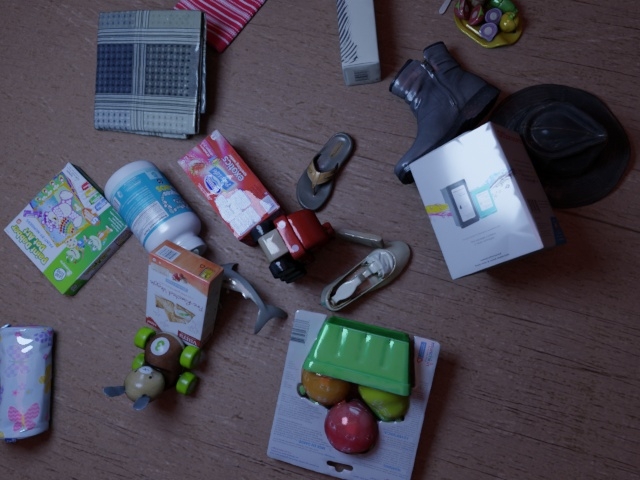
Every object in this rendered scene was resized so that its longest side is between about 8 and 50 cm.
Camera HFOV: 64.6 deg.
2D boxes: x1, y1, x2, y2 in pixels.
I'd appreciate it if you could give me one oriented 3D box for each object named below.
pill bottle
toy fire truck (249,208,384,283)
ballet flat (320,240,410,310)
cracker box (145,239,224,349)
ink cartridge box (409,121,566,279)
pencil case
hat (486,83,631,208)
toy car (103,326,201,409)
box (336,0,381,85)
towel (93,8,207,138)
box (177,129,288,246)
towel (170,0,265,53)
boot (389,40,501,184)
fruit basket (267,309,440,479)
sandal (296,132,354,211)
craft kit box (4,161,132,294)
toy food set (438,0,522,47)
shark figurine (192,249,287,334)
[{"bbox_3d":[-0.393,-0.057,1.236,0.146,0.146,0.264,-41,80,0],"label":"pill bottle"},{"bbox_3d":[0.000,0.000,1.142,0.247,0.217,0.158,-30,78,1],"label":"toy fire truck"},{"bbox_3d":[0.107,0.084,1.184,0.249,0.086,0.086,-37,79,0],"label":"ballet flat"},{"bbox_3d":[-0.318,0.130,1.170,0.156,0.067,0.232,25,128,10],"label":"cracker box"},{"bbox_3d":[0.358,-0.081,1.087,0.197,0.198,0.269,-26,76,36],"label":"ink cartridge box"},{"bbox_3d":[-0.723,0.340,1.231,0.124,0.113,0.272,0,81,-2],"label":"pencil case"},{"bbox_3d":[0.551,-0.236,1.154,0.332,0.134,0.330,-1,80,7],"label":"hat"},{"bbox_3d":[-0.390,0.305,1.142,0.155,0.188,0.148,18,112,14],"label":"toy car"},{"bbox_3d":[0.093,-0.541,1.269,0.094,0.113,0.274,-6,79,7],"label":"box"},{"bbox_3d":[-0.435,-0.426,1.302,0.325,0.056,0.311,8,97,17],"label":"towel"},{"bbox_3d":[-0.209,-0.124,1.234,0.128,0.122,0.256,-40,79,-1],"label":"box"},{"bbox_3d":[-0.262,-0.659,1.371,0.199,0.031,0.274,38,87,10],"label":"towel"},{"bbox_3d":[0.244,-0.307,1.224,0.223,0.118,0.338,43,78,14],"label":"boot"},{"bbox_3d":[0.070,0.356,1.133,0.328,0.165,0.352,12,99,9],"label":"fruit basket"},{"bbox_3d":[0.011,-0.175,1.247,0.090,0.060,0.219,34,87,11],"label":"sandal"},{"bbox_3d":[-0.645,-0.031,1.311,0.250,0.061,0.246,42,91,11],"label":"craft kit box"},{"bbox_3d":[0.404,-0.573,1.254,0.218,0.071,0.128,40,88,11],"label":"toy food set"},{"bbox_3d":[-0.210,0.097,1.218,0.279,0.116,0.166,17,117,17],"label":"shark figurine"}]
